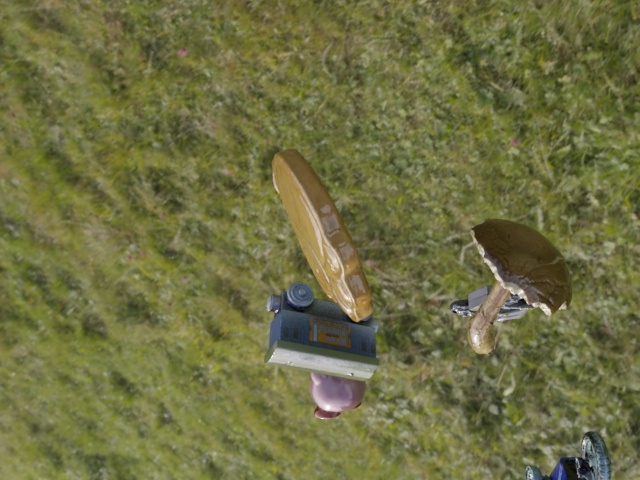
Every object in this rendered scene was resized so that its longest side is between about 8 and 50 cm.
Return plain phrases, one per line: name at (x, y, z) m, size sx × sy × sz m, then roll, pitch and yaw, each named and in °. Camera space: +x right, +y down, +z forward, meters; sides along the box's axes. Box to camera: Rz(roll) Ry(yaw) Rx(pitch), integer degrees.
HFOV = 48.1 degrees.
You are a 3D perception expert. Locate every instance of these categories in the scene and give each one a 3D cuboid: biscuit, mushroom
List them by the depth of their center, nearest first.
biscuit at (0.000, 0.000, 1.324) m, size 0.312 × 0.057 × 0.351 m, roll 52°, pitch 166°, yaw 56°
mushroom at (0.362, 0.115, 1.367) m, size 0.208 × 0.233 × 0.301 m, roll 15°, pitch 104°, yaw 41°

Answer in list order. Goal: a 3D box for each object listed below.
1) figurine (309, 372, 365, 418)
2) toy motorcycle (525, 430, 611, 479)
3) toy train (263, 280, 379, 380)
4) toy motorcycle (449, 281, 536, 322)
figurine at (0.049, 0.415, 2.079) m, size 0.173 × 0.173 × 0.173 m, roll 20°, pitch 136°, yaw 20°
toy motorcycle at (0.373, 0.405, 1.040) m, size 0.113 × 0.168 × 0.315 m, roll -1°, pitch 142°, yaw 1°
toy train at (0.007, 0.226, 1.766) m, size 0.300 × 0.201 × 0.131 m, roll 13°, pitch 144°, yaw -16°
toy motorcycle at (0.396, 0.134, 1.553) m, size 0.152 × 0.073 × 0.225 m, roll 11°, pitch 158°, yaw -27°
